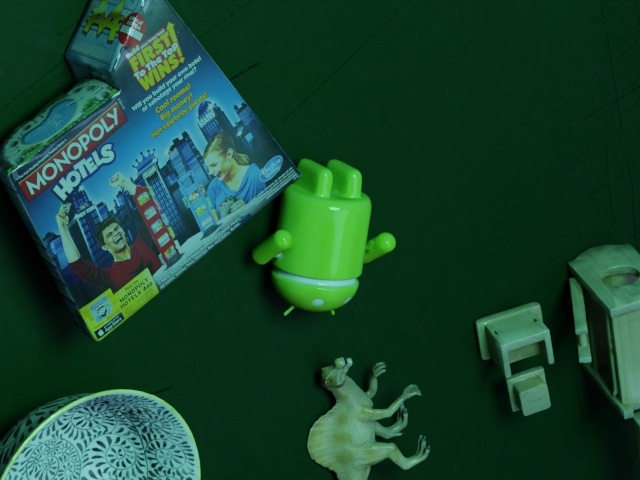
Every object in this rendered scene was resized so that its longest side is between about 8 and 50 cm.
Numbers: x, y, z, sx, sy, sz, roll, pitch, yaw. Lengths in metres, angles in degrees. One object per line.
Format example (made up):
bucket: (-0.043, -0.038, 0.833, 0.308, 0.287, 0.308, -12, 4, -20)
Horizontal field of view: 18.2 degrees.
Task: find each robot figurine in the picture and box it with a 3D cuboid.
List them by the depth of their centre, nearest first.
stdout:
robot figurine: (0.000, 0.000, 1.451, 0.101, 0.067, 0.115, 0, 106, -31)

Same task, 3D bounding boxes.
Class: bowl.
bowl: (-0.172, 0.169, 1.351, 0.170, 0.080, 0.170, -16, 115, -38)

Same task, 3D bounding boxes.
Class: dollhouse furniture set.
dollhouse furniture set: (0.215, 0.118, 1.696, 0.161, 0.101, 0.182, -16, 119, -10)

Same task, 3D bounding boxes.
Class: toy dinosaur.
toy dinosaur: (0.033, 0.160, 1.565, 0.093, 0.053, 0.183, -14, 115, -19)

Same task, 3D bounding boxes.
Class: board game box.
board game box: (-0.128, -0.069, 1.318, 0.194, 0.060, 0.194, -40, 127, -24)
